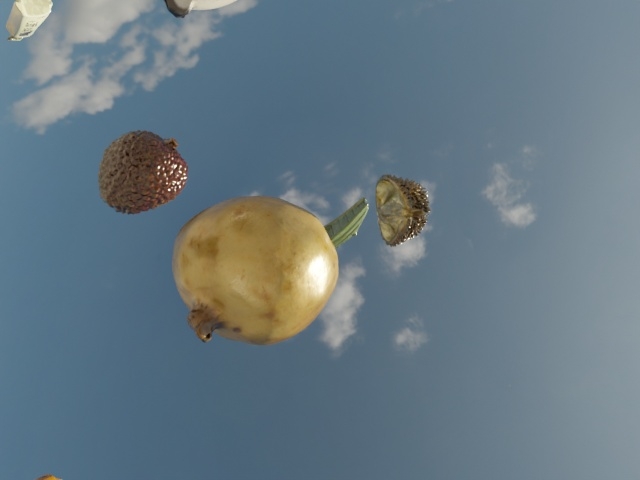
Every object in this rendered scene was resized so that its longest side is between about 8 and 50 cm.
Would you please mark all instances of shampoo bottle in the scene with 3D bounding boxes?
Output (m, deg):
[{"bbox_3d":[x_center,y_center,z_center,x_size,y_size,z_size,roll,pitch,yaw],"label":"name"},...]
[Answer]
[{"bbox_3d":[-0.462,-0.343,0.655,0.141,0.034,0.049,2,-132,46],"label":"shampoo bottle"}]

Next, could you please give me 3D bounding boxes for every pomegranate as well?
[{"bbox_3d":[-0.110,0.047,0.752,0.307,0.307,0.307,-8,-111,22],"label":"pomegranate"}]

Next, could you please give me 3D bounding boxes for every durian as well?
[{"bbox_3d":[0.173,-0.062,0.835,0.091,0.188,0.148,-8,-83,-10],"label":"durian"}]

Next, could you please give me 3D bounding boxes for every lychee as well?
[{"bbox_3d":[-0.522,-0.200,1.231,0.271,0.236,0.236,-42,-120,-8],"label":"lychee"}]

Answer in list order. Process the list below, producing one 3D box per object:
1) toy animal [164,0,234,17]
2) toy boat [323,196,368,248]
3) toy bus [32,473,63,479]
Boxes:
[{"bbox_3d":[-0.144,-0.394,0.535,0.187,0.165,0.235,-21,-149,5],"label":"toy animal"},{"bbox_3d":[0.000,0.000,1.025,0.293,0.055,0.093,-32,-155,10],"label":"toy boat"},{"bbox_3d":[-0.256,0.340,0.434,0.083,0.088,0.194,-37,-105,10],"label":"toy bus"}]
